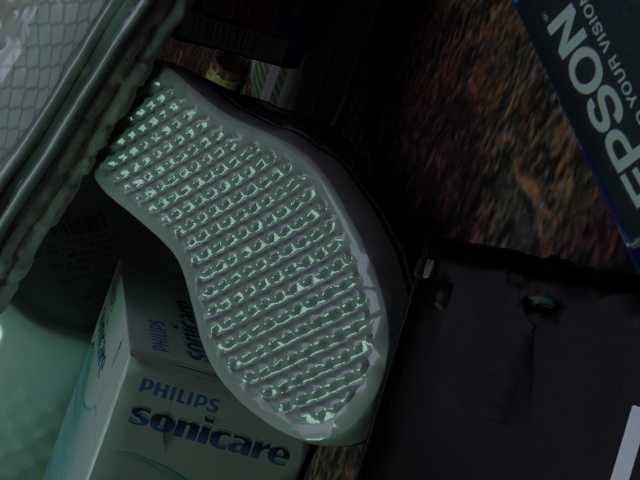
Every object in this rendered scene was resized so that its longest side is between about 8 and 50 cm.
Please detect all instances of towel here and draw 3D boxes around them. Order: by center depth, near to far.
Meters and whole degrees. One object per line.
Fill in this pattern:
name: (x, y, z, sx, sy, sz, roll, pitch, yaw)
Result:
towel: (-0.230, -0.121, 0.900, 0.332, 0.053, 0.317, -55, 42, 20)
towel: (0.005, -0.206, 1.089, 0.325, 0.038, 0.247, -124, 53, -72)

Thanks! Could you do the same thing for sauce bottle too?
sauce bottle: (-0.123, -0.157, 1.511, 0.042, 0.042, 0.128, -87, 21, -46)

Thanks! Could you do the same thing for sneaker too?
sneaker: (-0.013, -0.001, 0.743, 0.126, 0.127, 0.321, -57, 42, 16)

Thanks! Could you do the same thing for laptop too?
laptop: (0.071, 0.130, 0.443, 0.264, 0.137, 0.234, 11, 84, 51)

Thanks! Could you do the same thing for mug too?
mug: (-0.276, 0.093, 1.100, 0.328, 0.374, 0.276, 125, 139, -50)

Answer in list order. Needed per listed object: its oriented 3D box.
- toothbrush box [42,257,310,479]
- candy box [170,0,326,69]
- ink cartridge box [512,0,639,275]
toothbrush box: (-0.120, 0.186, 0.878, 0.216, 0.126, 0.295, -126, 55, -73)
candy box: (-0.015, -0.312, 0.907, 0.268, 0.122, 0.317, 129, 157, -77)
ink cartridge box: (0.115, -0.110, 0.318, 0.165, 0.065, 0.332, 68, 154, 15)
